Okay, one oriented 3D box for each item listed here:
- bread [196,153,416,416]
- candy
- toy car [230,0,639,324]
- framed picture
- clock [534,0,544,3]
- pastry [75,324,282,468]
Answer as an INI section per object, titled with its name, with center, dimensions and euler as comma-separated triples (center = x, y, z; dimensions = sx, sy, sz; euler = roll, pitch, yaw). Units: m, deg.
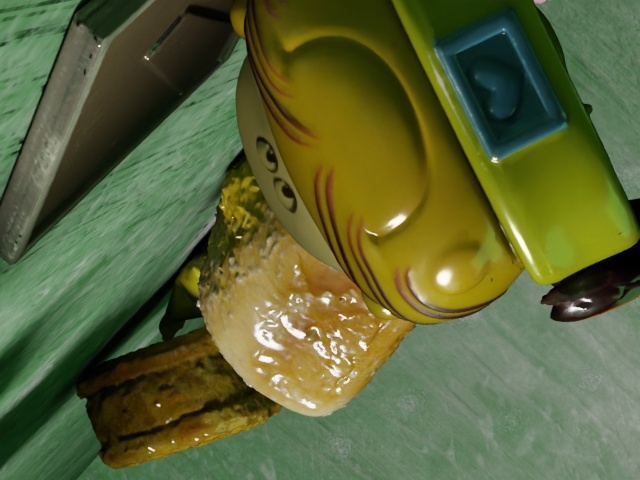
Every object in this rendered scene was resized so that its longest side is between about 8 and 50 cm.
[bread]
center = 0.000, 0.000, 1.378
dimensions = 0.246, 0.176, 0.195
euler = -53, -173, 41
[candy]
center = -0.051, 0.007, 1.659
dimensions = 0.187, 0.081, 0.297
euler = -42, -175, -25
[toy car]
center = 0.039, -0.053, 0.717
dimensions = 0.142, 0.200, 0.248
euler = -26, -179, 10
[framed picture]
center = -0.061, -0.077, 0.705
dimensions = 0.150, 0.015, 0.203
euler = -47, 178, -28
[clock]
center = 0.098, -0.180, 0.994
dimensions = 0.195, 0.100, 0.194
euler = -49, 175, -21
[pastry]
center = -0.129, 0.143, 1.694
dimensions = 0.188, 0.103, 0.189
euler = -18, 176, -1
